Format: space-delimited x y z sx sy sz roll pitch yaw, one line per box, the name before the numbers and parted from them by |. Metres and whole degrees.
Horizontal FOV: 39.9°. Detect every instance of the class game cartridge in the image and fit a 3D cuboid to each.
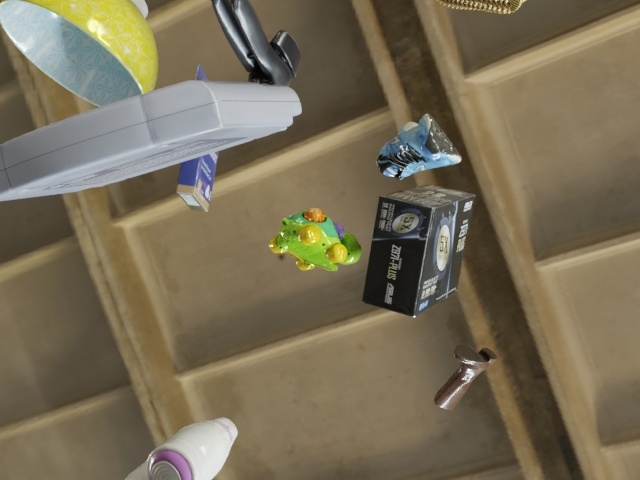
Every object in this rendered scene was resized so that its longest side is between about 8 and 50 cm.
game cartridge | -0.187 -0.098 0.878 0.294 0.196 0.060 -13 -84 26

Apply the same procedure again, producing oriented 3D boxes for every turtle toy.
turtle toy | 0.000 0.000 1.185 0.130 0.066 0.095 33 -28 -29

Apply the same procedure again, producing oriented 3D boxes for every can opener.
can opener | -0.078 -0.224 0.999 0.059 0.186 0.073 7 -107 24

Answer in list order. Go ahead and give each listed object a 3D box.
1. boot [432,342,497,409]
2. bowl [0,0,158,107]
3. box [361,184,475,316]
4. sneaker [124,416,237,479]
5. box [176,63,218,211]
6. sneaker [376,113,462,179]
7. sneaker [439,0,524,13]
boot | 0.189 0.199 1.253 0.114 0.106 0.037 -50 -128 20
bowl | -0.386 -0.367 1.517 0.289 0.156 0.289 25 -19 9
box | 0.136 0.008 1.197 0.077 0.180 0.148 15 -76 24
sneaker | -0.222 0.375 1.390 0.114 0.152 0.305 50 -45 5
box | -0.200 -0.173 1.504 0.036 0.136 0.225 6 -100 4
sneaker | 0.102 -0.091 0.972 0.073 0.162 0.063 -38 -85 -5
sneaker | 0.188 -0.311 1.007 0.185 0.084 0.070 36 -19 48
